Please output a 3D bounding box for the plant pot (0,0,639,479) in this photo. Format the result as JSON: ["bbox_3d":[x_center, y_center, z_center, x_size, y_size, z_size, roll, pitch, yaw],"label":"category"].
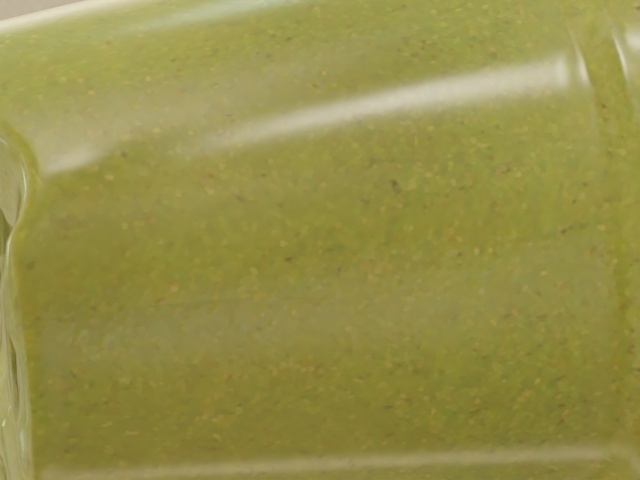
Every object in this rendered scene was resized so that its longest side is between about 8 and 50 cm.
[{"bbox_3d":[0.000,0.000,0.728,0.254,0.276,0.276,-7,-51,-15],"label":"plant pot"}]
